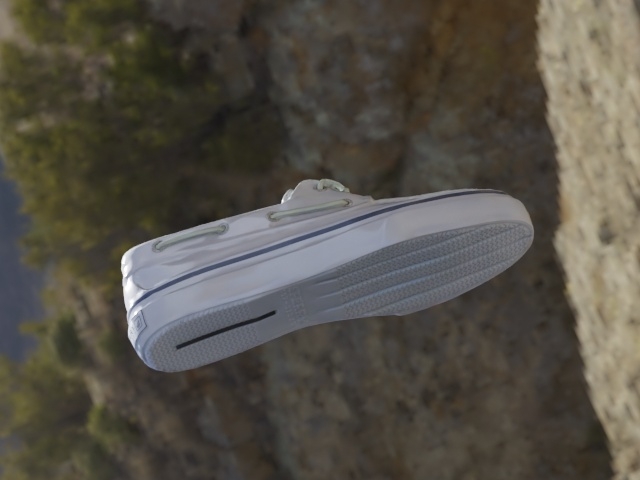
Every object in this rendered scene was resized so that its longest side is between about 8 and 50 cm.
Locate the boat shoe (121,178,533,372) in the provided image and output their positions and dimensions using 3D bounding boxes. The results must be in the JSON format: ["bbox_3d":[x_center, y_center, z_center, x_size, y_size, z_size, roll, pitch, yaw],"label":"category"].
[{"bbox_3d":[0.000,0.000,0.897,0.083,0.226,0.075,92,161,-56],"label":"boat shoe"}]
